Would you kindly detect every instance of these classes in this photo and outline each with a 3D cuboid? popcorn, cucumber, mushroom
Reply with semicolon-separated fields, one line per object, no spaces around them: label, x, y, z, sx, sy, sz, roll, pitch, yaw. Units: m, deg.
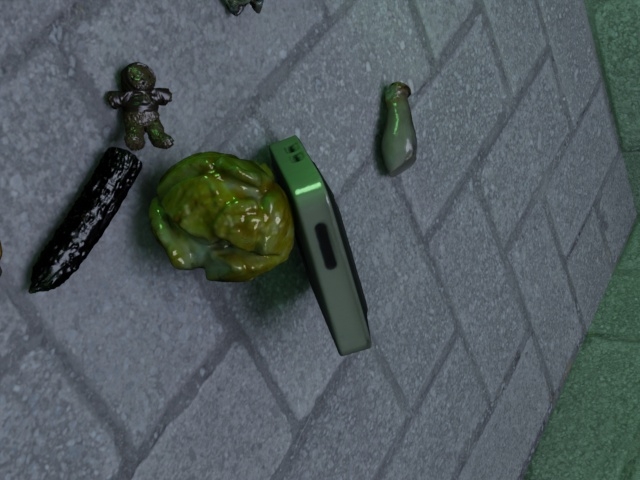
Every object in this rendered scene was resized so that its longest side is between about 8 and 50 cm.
popcorn;-0.164;-0.044;1.649;0.225;0.276;0.276;-49;141;12
cucumber;-0.390;-0.030;1.509;0.072;0.072;0.300;50;56;-41
mushroom;0.188;-0.272;2.233;0.116;0.093;0.225;-14;94;-66

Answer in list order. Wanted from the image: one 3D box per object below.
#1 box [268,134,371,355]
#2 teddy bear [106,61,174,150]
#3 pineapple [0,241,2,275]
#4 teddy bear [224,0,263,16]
box;0.000;0.000;1.820;0.373;0.090;0.367;-114;-172;-66
teddy bear;-0.314;-0.228;1.596;0.119;0.078;0.161;-5;79;-30
pineapple;-0.519;0.012;1.289;0.225;0.076;0.225;-4;90;-86
teddy bear;-0.174;-0.539;1.745;0.133;0.111;0.213;-35;146;-23
